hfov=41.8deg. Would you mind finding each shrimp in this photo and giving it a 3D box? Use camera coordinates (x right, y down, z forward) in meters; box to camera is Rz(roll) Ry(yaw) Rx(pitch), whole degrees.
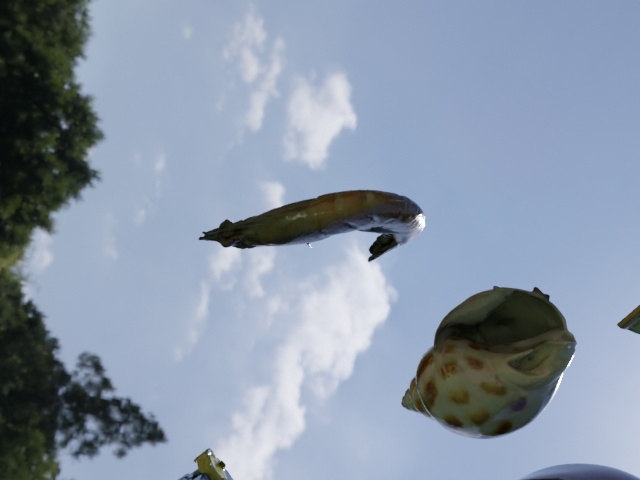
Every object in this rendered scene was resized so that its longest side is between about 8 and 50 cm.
[{"bbox_3d":[0.000,0.000,1.011,0.262,0.198,0.051,-11,-113,14],"label":"shrimp"}]

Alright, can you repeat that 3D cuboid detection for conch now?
[{"bbox_3d":[0.222,0.182,1.154,0.275,0.149,0.182,-18,-122,19],"label":"conch"}]

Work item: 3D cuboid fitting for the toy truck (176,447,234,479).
[{"bbox_3d":[-0.172,0.396,1.082,0.161,0.162,0.385,-35,178,-3],"label":"toy truck"}]

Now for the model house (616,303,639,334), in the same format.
[{"bbox_3d":[0.381,0.008,0.666,0.271,0.178,0.206,-19,-105,42],"label":"model house"}]

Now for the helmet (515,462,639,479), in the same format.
[{"bbox_3d":[0.360,0.421,1.144,0.197,0.338,0.271,-112,-169,-65],"label":"helmet"}]
